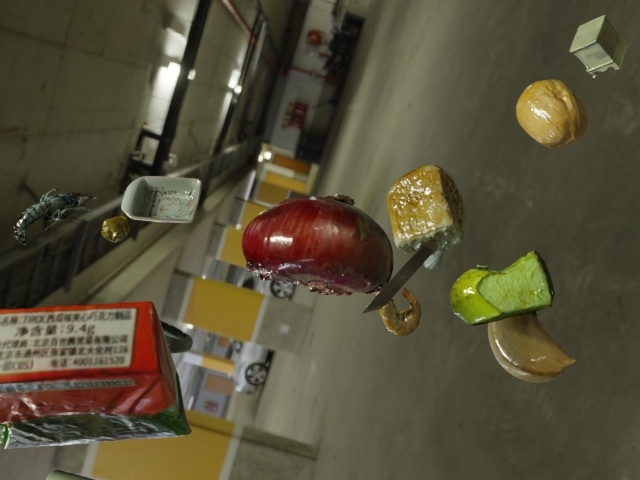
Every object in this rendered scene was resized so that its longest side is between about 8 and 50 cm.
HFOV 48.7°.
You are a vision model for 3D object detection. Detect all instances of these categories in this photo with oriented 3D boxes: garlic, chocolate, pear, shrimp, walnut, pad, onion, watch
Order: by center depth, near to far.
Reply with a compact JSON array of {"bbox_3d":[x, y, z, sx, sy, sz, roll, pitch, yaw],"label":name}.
[{"bbox_3d":[-0.005,0.010,1.069,0.248,0.248,0.161,123,139,-76],"label":"onion"},{"bbox_3d":[-0.430,0.250,1.274,0.341,0.360,0.161,95,171,-58],"label":"chocolate"},{"bbox_3d":[0.155,0.069,1.332,0.176,0.002,0.266,-48,-12,7],"label":"pad"},{"bbox_3d":[-0.544,-0.059,1.440,0.174,0.082,0.076,-37,-35,-29],"label":"shrimp"},{"bbox_3d":[0.185,0.150,1.697,0.045,0.095,0.162,-17,-93,-75],"label":"shrimp"},{"bbox_3d":[0.470,0.141,1.901,0.238,0.256,0.163,70,-174,-76],"label":"pear"},{"bbox_3d":[0.583,0.258,2.050,0.151,0.196,0.338,37,-151,-56],"label":"garlic"},{"bbox_3d":[0.700,-0.381,2.139,0.225,0.193,0.193,58,148,27],"label":"walnut"},{"bbox_3d":[-0.508,0.287,2.201,0.193,0.206,0.068,30,-94,-51],"label":"watch"}]

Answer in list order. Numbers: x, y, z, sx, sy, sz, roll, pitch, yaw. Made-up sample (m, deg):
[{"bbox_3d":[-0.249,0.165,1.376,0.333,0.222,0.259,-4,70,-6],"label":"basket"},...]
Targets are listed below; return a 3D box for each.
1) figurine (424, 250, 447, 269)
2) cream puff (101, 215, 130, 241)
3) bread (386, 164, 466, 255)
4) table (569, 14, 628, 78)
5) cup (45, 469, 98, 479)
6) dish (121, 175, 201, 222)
[{"bbox_3d":[0.347,0.040,2.201,0.086,0.094,0.082,-37,12,9],"label":"figurine"},{"bbox_3d":[-0.535,-0.027,1.851,0.083,0.083,0.058,-25,-53,-45],"label":"cream puff"},{"bbox_3d":[0.303,-0.064,1.982,0.196,0.176,0.246,-24,56,29],"label":"bread"},{"bbox_3d":[0.548,-0.380,1.391,0.062,0.083,0.079,-14,43,56],"label":"table"},{"bbox_3d":[-0.432,0.439,1.216,0.054,0.083,0.074,75,-150,-61],"label":"cup"},{"bbox_3d":[-0.470,-0.111,2.100,0.064,0.234,0.154,85,-169,-61],"label":"dish"}]
